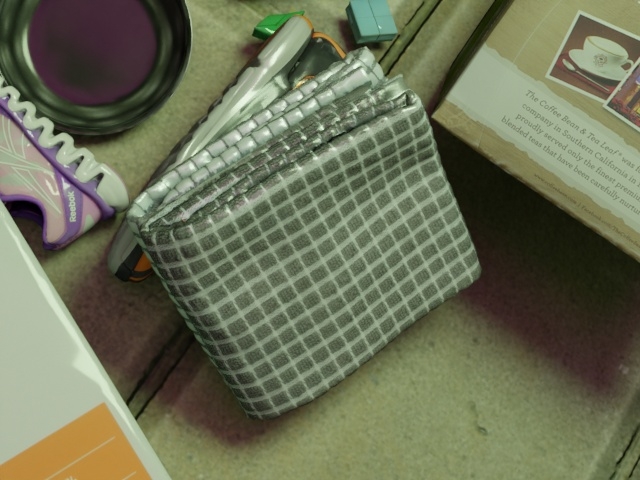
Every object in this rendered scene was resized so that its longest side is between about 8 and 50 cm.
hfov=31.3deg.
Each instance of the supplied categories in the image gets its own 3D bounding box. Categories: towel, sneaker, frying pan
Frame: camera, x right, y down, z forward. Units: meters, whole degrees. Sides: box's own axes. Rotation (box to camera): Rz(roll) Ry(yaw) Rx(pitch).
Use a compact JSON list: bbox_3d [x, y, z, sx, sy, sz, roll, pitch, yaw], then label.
[{"bbox_3d":[0.000,0.000,1.032,0.283,0.121,0.235,-33,121,-9],"label":"towel"},{"bbox_3d":[-0.298,-0.078,1.076,0.236,0.095,0.104,40,75,-1],"label":"sneaker"},{"bbox_3d":[-0.272,-0.245,1.126,0.326,0.053,0.197,43,86,-4],"label":"frying pan"},{"bbox_3d":[-0.052,-0.054,1.113,0.180,0.124,0.321,41,78,-12],"label":"sneaker"}]

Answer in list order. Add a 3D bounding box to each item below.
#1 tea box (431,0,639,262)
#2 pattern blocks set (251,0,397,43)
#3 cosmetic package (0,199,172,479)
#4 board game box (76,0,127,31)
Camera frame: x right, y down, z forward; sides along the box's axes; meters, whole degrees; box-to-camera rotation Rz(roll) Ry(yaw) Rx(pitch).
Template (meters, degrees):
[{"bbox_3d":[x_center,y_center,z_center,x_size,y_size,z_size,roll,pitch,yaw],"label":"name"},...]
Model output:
[{"bbox_3d":[0.310,-0.145,1.103,0.329,0.323,0.220,34,111,-1],"label":"tea box"},{"bbox_3d":[-0.037,-0.355,1.254,0.285,0.026,0.325,1,67,-21],"label":"pattern blocks set"},{"bbox_3d":[-0.314,0.121,0.945,0.230,0.161,0.453,-32,87,-22],"label":"cosmetic package"},{"bbox_3d":[-0.208,-0.297,1.201,0.103,0.026,0.154,41,67,1],"label":"board game box"}]
